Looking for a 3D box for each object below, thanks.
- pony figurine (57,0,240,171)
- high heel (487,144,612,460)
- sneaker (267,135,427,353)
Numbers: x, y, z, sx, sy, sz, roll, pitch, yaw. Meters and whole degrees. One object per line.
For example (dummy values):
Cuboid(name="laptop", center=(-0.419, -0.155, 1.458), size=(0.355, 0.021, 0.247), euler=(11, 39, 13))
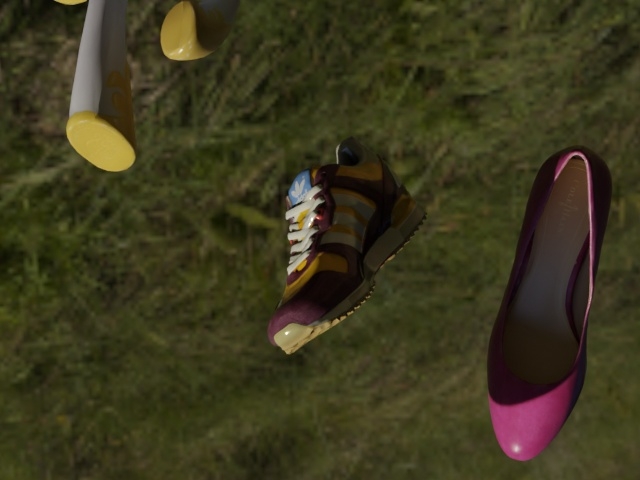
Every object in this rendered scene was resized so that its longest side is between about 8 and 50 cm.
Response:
Cuboid(name="pony figurine", center=(-0.170, -0.285, 0.925), size=(0.302, 0.351, 0.364), euler=(-21, -140, 33))
Cuboid(name="high heel", center=(0.176, 0.049, 1.030), size=(0.082, 0.244, 0.117), euler=(18, 176, 15))
Cuboid(name="sneaker", center=(0.000, 0.000, 0.874), size=(0.069, 0.084, 0.185), euler=(-34, -171, 36))
